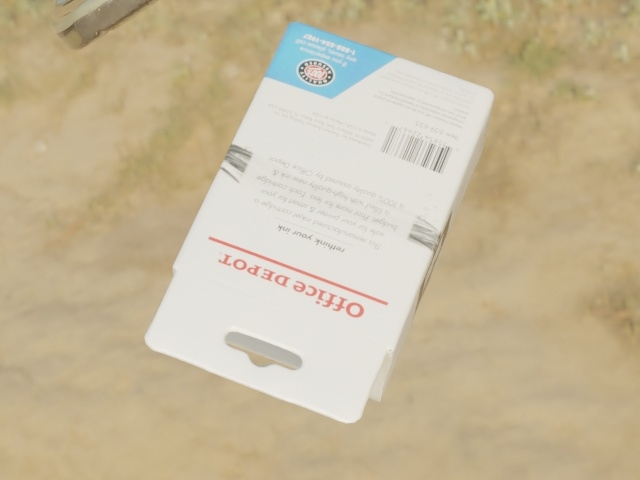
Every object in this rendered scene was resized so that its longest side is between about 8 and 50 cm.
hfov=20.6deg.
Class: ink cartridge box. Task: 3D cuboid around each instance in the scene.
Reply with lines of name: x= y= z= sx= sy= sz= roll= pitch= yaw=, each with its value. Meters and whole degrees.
ink cartridge box: x=0.000 y=0.000 z=0.799 sx=0.104 sy=0.060 sz=0.180 roll=21 pitch=64 yaw=7

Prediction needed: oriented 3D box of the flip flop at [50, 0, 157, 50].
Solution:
flip flop: x=-0.107 y=-0.200 z=0.932 sx=0.112 sy=0.080 sz=0.277 roll=-28 pitch=38 yaw=25
